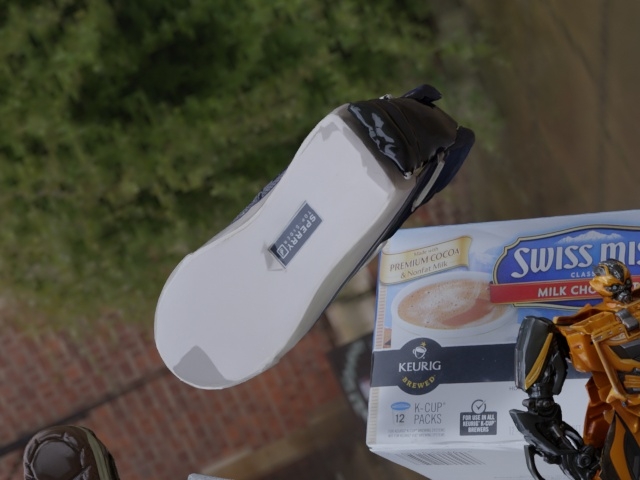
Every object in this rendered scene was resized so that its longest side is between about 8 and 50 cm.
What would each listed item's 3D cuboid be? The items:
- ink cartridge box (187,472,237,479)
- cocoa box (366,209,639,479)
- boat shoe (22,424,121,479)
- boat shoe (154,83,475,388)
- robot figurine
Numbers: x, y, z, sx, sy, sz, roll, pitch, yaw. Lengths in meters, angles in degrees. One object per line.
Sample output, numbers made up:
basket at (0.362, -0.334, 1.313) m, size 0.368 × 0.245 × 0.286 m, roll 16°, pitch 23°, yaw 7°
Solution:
ink cartridge box at (-0.027, 0.333, 1.439) m, size 0.045 × 0.224 × 0.223 m, roll 25°, pitch -106°, yaw -71°
cocoa box at (0.249, 0.113, 1.591) m, size 0.231 × 0.347 × 0.228 m, roll 35°, pitch -125°, yaw -57°
boat shoe at (-0.200, 0.292, 1.439) m, size 0.095 × 0.095 × 0.257 m, roll 29°, pitch -124°, yaw -78°
boat shoe at (0.000, 0.000, 1.400) m, size 0.127 × 0.340 × 0.158 m, roll 53°, pitch -144°, yaw 9°
robot figurine at (0.256, 0.150, 1.157) m, size 0.291 × 0.211 × 0.085 m, roll 70°, pitch 162°, yaw -8°
